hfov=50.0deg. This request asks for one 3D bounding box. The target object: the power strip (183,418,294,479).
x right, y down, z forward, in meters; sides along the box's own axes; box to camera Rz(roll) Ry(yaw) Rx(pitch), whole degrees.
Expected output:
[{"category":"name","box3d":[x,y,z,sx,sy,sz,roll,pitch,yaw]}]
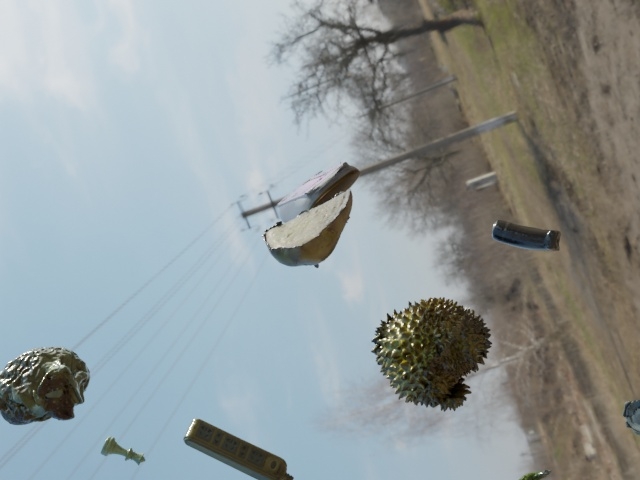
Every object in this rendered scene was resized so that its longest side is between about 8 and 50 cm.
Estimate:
[{"category":"power strip","box3d":[-0.261,0.702,2.254,0.387,0.066,0.092,27,-140,-5]}]

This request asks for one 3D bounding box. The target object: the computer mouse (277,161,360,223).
[{"category":"computer mouse","box3d":[-0.007,-0.100,1.521,0.072,0.158,0.310,53,166,-9]}]

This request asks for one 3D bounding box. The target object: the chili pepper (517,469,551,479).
[{"category":"chili pepper","box3d":[0.467,0.636,1.557,0.076,0.085,0.359,38,-150,1]}]

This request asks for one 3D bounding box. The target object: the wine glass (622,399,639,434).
[{"category":"wine glass","box3d":[0.671,0.354,1.379,0.155,0.072,0.072,14,-127,-42]}]

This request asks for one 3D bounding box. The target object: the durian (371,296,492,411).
[{"category":"durian","box3d":[0.251,0.247,1.533,0.293,0.258,0.258,22,-132,-47]}]

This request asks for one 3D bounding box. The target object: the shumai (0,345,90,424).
[{"category":"shumai","box3d":[-0.741,0.393,1.872,0.256,0.218,0.189,-30,-74,-37]}]

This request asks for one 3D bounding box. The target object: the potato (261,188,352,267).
[{"category":"potato","box3d":[0.000,0.000,1.161,0.089,0.172,0.100,64,178,-32]}]

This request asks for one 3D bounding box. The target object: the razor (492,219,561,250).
[{"category":"razor","box3d":[0.466,-0.007,1.551,0.090,0.148,0.054,6,-84,-64]}]

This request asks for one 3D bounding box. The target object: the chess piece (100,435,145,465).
[{"category":"chess piece","box3d":[-0.417,0.452,1.463,0.042,0.093,0.042,-157,90,-87]}]
